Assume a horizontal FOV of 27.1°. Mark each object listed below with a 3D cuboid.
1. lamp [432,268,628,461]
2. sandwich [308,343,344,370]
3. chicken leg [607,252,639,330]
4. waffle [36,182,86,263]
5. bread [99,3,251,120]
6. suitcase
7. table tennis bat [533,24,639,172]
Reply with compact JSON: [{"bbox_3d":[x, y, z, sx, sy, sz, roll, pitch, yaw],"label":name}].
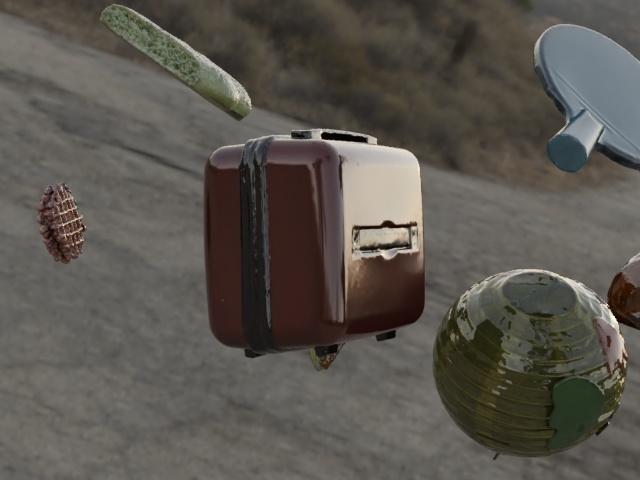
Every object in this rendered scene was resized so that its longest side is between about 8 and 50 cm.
[{"bbox_3d":[0.263,0.178,1.699,0.250,0.284,0.250,3,34,-2],"label":"lamp"},{"bbox_3d":[0.011,0.048,1.791,0.096,0.258,0.094,-6,-12,-12],"label":"sandwich"},{"bbox_3d":[0.442,0.049,1.356,0.304,0.093,0.113,-1,35,29],"label":"chicken leg"},{"bbox_3d":[-0.270,-0.017,1.377,0.029,0.075,0.083,-14,46,13],"label":"waffle"},{"bbox_3d":[-0.206,-0.268,2.031,0.286,0.056,0.207,38,4,27],"label":"bread"},{"bbox_3d":[0.000,0.000,1.443,0.161,0.236,0.297,-2,1,25],"label":"suitcase"},{"bbox_3d":[0.319,-0.150,1.505,0.215,0.044,0.329,44,34,2],"label":"table tennis bat"}]
